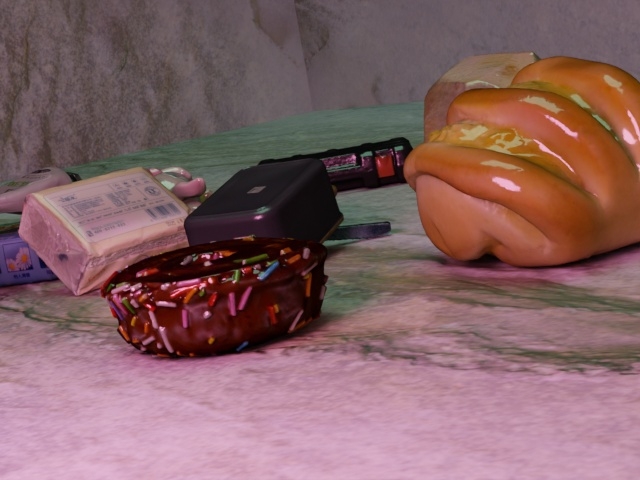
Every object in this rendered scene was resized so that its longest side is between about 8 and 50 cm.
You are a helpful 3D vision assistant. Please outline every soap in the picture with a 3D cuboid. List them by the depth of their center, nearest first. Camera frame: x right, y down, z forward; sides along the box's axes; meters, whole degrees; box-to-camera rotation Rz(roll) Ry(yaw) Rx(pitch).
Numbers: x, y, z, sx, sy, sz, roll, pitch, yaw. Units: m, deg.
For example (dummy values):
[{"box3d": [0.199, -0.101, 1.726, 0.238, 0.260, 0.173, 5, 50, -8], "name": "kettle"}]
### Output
[{"box3d": [-0.426, 0.015, 1.982, 0.293, 0.077, 0.156, -7, 10, 13], "name": "soap"}]

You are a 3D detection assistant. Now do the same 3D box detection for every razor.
[{"box3d": [-0.001, -0.006, 1.790, 0.190, 0.033, 0.066, -10, 10, -1], "name": "razor"}]

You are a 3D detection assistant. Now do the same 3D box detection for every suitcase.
[{"box3d": [0.025, -0.123, 2.385, 0.285, 0.066, 0.206, -10, 8, 2], "name": "suitcase"}]

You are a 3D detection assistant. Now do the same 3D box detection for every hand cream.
[{"box3d": [-0.456, -0.054, 1.884, 0.121, 0.076, 0.336, 0, 8, 32], "name": "hand cream"}]

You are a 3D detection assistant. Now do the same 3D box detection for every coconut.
[{"box3d": [0.264, -0.166, 1.983, 0.236, 0.197, 0.237, -12, 20, 4], "name": "coconut"}]

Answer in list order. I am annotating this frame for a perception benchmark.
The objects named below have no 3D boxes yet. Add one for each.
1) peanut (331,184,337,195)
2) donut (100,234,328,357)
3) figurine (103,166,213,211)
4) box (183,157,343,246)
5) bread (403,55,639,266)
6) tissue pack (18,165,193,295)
[{"box3d": [-0.049, -0.050, 1.935, 0.099, 0.100, 0.214, -4, 13, 34], "name": "peanut"}, {"box3d": [-0.102, 0.054, 1.350, 0.235, 0.089, 0.235, -9, 10, 2], "name": "donut"}, {"box3d": [-0.230, -0.052, 2.055, 0.235, 0.127, 0.155, -3, -15, 35], "name": "figurine"}, {"box3d": [-0.072, -0.027, 1.703, 0.144, 0.090, 0.201, -6, 22, 28], "name": "box"}, {"box3d": [0.231, -0.087, 1.487, 0.270, 0.211, 0.315, -14, 7, -15], "name": "bread"}, {"box3d": [-0.285, -0.016, 1.829, 0.196, 0.092, 0.148, -17, 48, -44], "name": "tissue pack"}]
